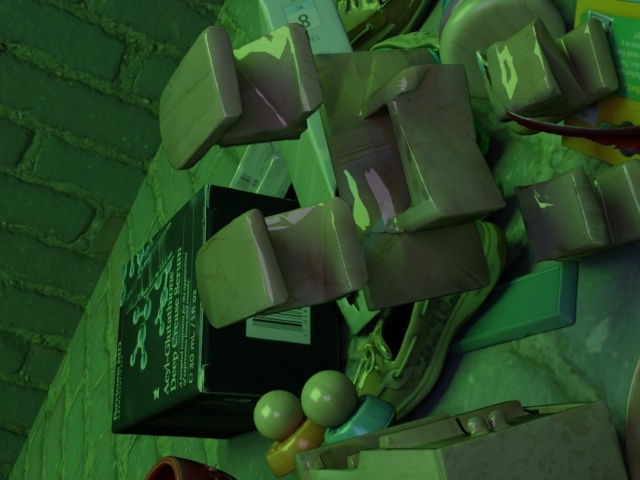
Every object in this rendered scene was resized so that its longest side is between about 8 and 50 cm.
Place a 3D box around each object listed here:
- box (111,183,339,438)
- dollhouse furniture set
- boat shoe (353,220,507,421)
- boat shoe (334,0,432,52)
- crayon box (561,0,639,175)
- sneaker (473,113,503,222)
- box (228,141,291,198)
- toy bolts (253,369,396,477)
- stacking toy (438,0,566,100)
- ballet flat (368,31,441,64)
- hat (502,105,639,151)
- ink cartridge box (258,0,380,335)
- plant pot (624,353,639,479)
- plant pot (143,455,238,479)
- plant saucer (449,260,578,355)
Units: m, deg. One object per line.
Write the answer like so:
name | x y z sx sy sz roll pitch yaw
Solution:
box | -0.157 0.131 1.315 0.395 0.212 0.293 -34 52 55
dollhouse furniture set | 0.072 0.035 0.745 0.256 0.362 0.394 -30 72 62
boat shoe | 0.100 0.088 0.952 0.104 0.089 0.285 -105 37 -59
boat shoe | 0.076 -0.366 1.405 0.324 0.120 0.122 -48 31 41
crayon box | 0.302 -0.217 0.707 0.203 0.083 0.322 -133 41 -64
sneaker | 0.144 -0.122 1.065 0.146 0.134 0.343 -46 40 29
box | -0.080 -0.133 1.474 0.169 0.087 0.290 -63 4 13
toy bolts | -0.008 0.244 0.930 0.228 0.158 0.218 -40 5 43
stacking toy | 0.203 -0.317 1.075 0.141 0.141 0.330 -52 24 34
ballet flat | 0.150 -0.263 1.223 0.086 0.086 0.248 -68 25 2
hat | 0.278 -0.066 0.542 0.208 0.183 0.173 -42 29 12
ink cartridge box | 0.023 -0.086 1.075 0.308 0.091 0.384 106 143 -77
plant pot | 0.309 0.115 0.582 0.236 0.032 0.236 -49 30 41
plant pot | -0.159 0.410 1.180 0.191 0.174 0.191 -49 29 40
plant saucer | 0.193 0.073 0.896 0.192 0.018 0.067 -31 43 57
